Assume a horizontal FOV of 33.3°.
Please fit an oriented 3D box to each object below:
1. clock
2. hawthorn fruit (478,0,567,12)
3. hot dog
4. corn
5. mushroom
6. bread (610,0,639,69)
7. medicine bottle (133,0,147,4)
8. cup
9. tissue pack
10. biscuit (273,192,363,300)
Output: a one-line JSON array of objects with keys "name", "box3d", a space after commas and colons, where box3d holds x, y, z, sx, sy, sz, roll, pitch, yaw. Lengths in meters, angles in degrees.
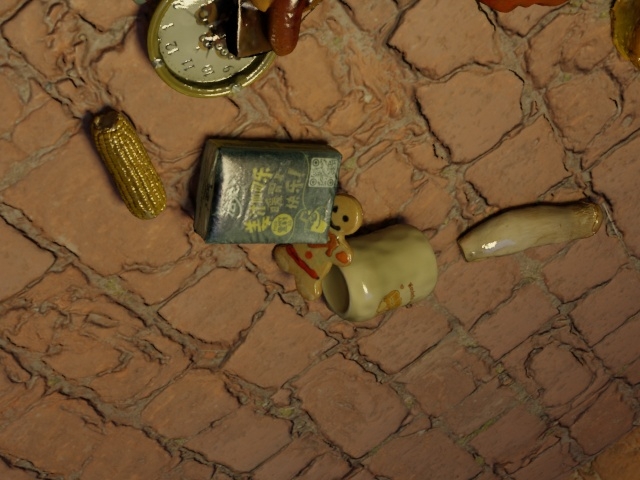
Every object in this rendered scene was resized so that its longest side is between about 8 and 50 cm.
[{"name": "clock", "box3d": [-0.174, -0.344, 1.745, 0.237, 0.057, 0.237, -15, 133, -17]}, {"name": "hawthorn fruit", "box3d": [0.319, -0.525, 1.714, 0.277, 0.277, 0.298, -18, 120, -14]}, {"name": "hot dog", "box3d": [-0.029, -0.426, 1.657, 0.194, 0.107, 0.326, -9, 122, -29]}, {"name": "corn", "box3d": [-0.327, -0.126, 1.845, 0.080, 0.080, 0.238, -25, 135, -8]}, {"name": "mushroom", "box3d": [0.473, -0.020, 2.403, 0.351, 0.095, 0.122, -11, 152, -19]}, {"name": "bread", "box3d": [0.651, -0.434, 2.066, 0.147, 0.160, 0.260, 4, 134, -25]}, {"name": "medicine bottle", "box3d": [-0.211, -0.447, 1.597, 0.217, 0.090, 0.090, -35, 138, 2]}, {"name": "cup", "box3d": [0.097, 0.068, 2.241, 0.202, 0.255, 0.173, -17, 96, -25]}, {"name": "tissue pack", "box3d": [-0.095, -0.088, 1.979, 0.257, 0.081, 0.185, 0, 110, -28]}, {"name": "biscuit", "box3d": [0.000, 0.000, 2.108, 0.234, 0.153, 0.030, -49, 166, 30]}]
